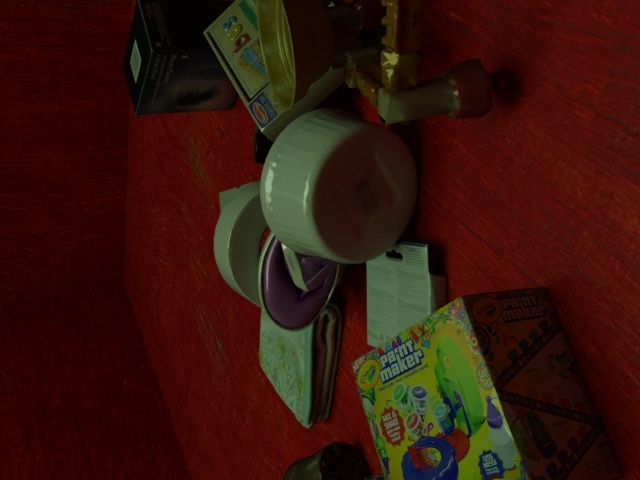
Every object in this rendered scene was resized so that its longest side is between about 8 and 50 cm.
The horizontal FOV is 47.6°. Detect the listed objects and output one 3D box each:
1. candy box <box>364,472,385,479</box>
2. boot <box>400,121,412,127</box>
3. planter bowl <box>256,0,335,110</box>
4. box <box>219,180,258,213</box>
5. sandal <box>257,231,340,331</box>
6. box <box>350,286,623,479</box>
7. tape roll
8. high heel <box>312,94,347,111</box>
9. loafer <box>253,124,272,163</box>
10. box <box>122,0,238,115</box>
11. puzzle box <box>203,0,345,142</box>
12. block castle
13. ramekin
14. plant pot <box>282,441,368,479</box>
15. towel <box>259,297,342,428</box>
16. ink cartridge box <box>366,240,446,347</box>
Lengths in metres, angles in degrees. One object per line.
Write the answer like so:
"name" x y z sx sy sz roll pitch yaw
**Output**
"candy box" 0.179 0.529 1.391 0.233 0.071 0.159 -35 65 61
"boot" 0.145 -0.272 1.298 0.118 0.042 0.087 58 137 30
"planter bowl" -0.033 -0.326 1.178 0.217 0.090 0.217 167 90 -75
"box" -0.174 -0.101 1.922 0.275 0.113 0.094 -4 92 63
"sandal" -0.015 -0.004 1.436 0.102 0.169 0.416 -111 40 -74
"box" 0.224 0.255 1.065 0.290 0.177 0.279 -43 57 49
"tape roll" -0.079 0.008 1.555 0.100 0.286 0.286 18 113 62
"high heel" -0.078 -0.314 1.563 0.127 0.181 0.377 -52 32 -1
"loafer" -0.148 -0.280 1.880 0.170 0.062 0.061 111 148 -42
"box" -0.363 -0.501 1.997 0.296 0.294 0.182 -49 55 57
"puzzle box" -0.084 -0.419 1.532 0.272 0.052 0.409 -41 49 12
"block castle" 0.122 -0.401 1.127 0.453 0.213 0.303 -120 22 -51
"ramekin" 0.043 -0.091 1.296 0.135 0.277 0.277 23 117 53
"plant pot" 0.019 0.544 1.645 0.165 0.167 0.167 -54 49 44
"towel" -0.064 0.232 1.802 0.320 0.090 0.374 45 135 51
"ink cartridge box" 0.157 0.107 1.360 0.223 0.045 0.224 11 105 62
